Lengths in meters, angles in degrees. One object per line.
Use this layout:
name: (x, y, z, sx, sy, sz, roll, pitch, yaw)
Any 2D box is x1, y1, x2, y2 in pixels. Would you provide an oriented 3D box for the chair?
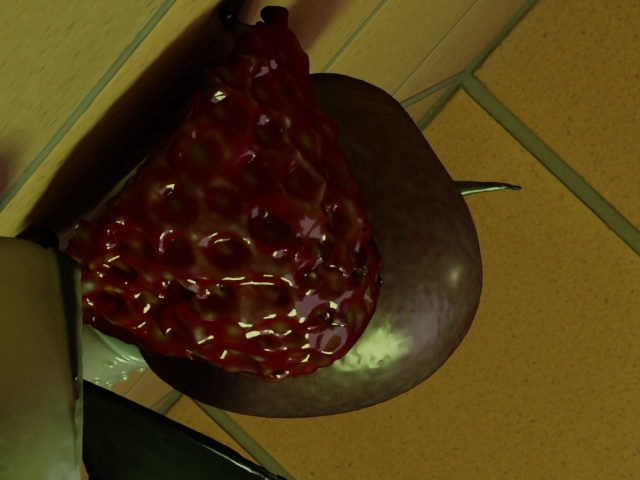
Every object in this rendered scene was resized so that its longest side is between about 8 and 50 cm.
chair: (-0.191, 0.289, 1.181, 0.401, 0.226, 0.226, -64, 180, -11)

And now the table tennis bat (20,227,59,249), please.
table tennis bat: (-0.231, 0.077, 1.148, 0.220, 0.019, 0.130, -48, 176, 1)

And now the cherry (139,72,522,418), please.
cherry: (0.000, 0.000, 1.331, 0.285, 0.213, 0.236, -19, -152, -1)

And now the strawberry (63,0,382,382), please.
strawberry: (-0.039, -0.010, 1.149, 0.234, 0.178, 0.234, -53, -176, 5)

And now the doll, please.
doll: (-0.186, 0.100, 1.450, 0.207, 0.081, 0.129, -46, 169, 14)

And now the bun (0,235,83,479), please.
bun: (-0.174, 0.083, 0.938, 0.120, 0.173, 0.173, 0, 164, -11)
